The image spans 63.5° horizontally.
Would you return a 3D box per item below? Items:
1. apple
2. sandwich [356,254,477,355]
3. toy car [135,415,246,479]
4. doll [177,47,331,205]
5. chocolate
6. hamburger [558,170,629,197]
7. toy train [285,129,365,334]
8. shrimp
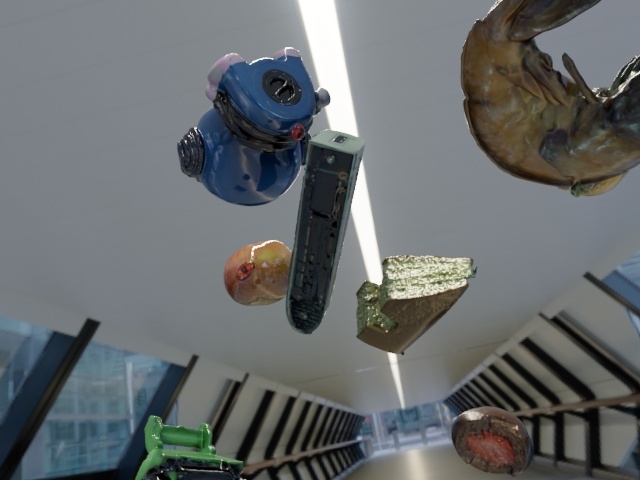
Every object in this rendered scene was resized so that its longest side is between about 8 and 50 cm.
[{"bbox_3d":[-0.165,0.088,1.408,0.210,0.164,0.209,-9,-16,-3],"label":"apple"},{"bbox_3d":[0.164,0.101,0.945,0.128,0.122,0.235,25,-48,-11],"label":"sandwich"},{"bbox_3d":[-0.262,0.523,0.946,0.177,0.358,0.214,-6,-23,42],"label":"toy car"},{"bbox_3d":[-0.134,-0.206,1.037,0.285,0.240,0.310,-7,-21,-32],"label":"doll"},{"bbox_3d":[0.311,0.366,0.960,0.133,0.124,0.127,37,-11,-5],"label":"chocolate"},{"bbox_3d":[0.607,-0.214,1.185,0.148,0.236,0.237,-9,-20,-17],"label":"hamburger"},{"bbox_3d":[0.000,0.000,0.964,0.087,0.088,0.406,17,-57,10],"label":"toy train"},{"bbox_3d":[0.204,-0.133,0.351,0.178,0.075,0.289,28,-21,-9],"label":"shrimp"}]
